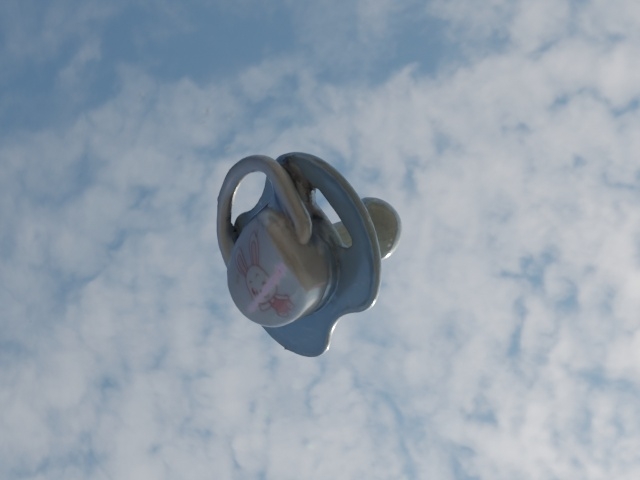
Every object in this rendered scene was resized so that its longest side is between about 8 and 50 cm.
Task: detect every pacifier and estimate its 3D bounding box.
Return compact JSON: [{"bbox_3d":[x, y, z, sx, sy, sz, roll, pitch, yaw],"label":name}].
[{"bbox_3d":[0.000,0.000,1.063,0.226,0.287,0.238,-18,-114,-38],"label":"pacifier"}]
